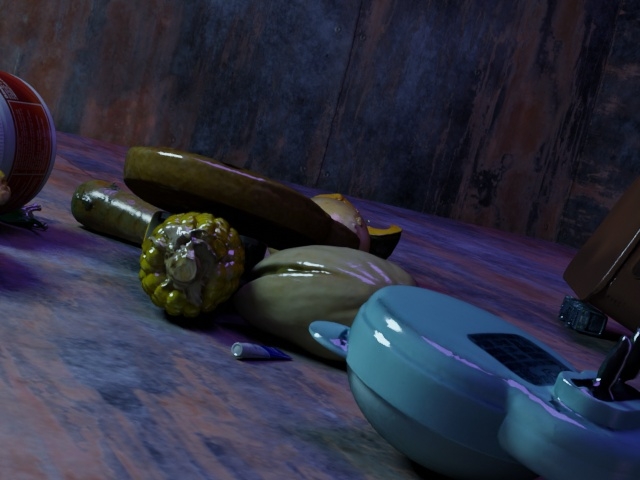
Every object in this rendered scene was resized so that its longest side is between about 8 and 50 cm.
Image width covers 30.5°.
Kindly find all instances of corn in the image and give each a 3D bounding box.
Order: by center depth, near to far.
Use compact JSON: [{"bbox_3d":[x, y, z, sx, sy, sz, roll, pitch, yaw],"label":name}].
[{"bbox_3d":[-0.144,0.019,1.367,0.119,0.119,0.322,14,7,-2],"label":"corn"}]

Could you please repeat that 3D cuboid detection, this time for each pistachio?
[{"bbox_3d":[0.010,0.071,1.292,0.226,0.136,0.136,10,4,26],"label":"pistachio"}]

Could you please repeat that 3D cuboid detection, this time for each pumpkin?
[{"bbox_3d":[0.053,-0.003,2.049,0.119,0.108,0.183,0,22,-39],"label":"pumpkin"}]

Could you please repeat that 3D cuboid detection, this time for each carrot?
[{"bbox_3d":[-0.232,-0.014,1.694,0.298,0.078,0.078,22,9,22],"label":"carrot"}]

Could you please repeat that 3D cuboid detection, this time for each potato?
[{"bbox_3d":[0.000,0.000,1.832,0.150,0.146,0.234,44,0,-11],"label":"potato"}]

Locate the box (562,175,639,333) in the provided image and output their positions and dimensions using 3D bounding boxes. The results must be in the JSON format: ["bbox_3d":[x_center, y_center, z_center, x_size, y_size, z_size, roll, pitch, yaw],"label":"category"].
[{"bbox_3d":[0.584,0.053,1.987,0.229,0.239,0.339,37,8,2],"label":"box"}]

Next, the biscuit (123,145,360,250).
[{"bbox_3d":[-0.097,-0.046,1.510,0.314,0.063,0.367,17,-7,-1],"label":"biscuit"}]

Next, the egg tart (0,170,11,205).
[{"bbox_3d":[-0.477,-0.053,1.254,0.294,0.116,0.295,17,7,-2],"label":"egg tart"}]

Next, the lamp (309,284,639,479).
[{"bbox_3d":[0.140,0.124,0.957,0.284,0.147,0.209,9,4,37],"label":"lamp"}]

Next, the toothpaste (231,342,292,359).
[{"bbox_3d":[-0.061,0.114,1.202,0.024,0.015,0.083,29,9,35],"label":"toothpaste"}]

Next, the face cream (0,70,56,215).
[{"bbox_3d":[-0.466,-0.127,1.511,0.201,0.201,0.187,16,7,12],"label":"face cream"}]

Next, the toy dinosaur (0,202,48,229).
[{"bbox_3d":[-0.411,-0.029,1.621,0.060,0.029,0.119,-8,23,-31],"label":"toy dinosaur"}]

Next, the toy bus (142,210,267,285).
[{"bbox_3d":[-0.158,0.012,1.602,0.162,0.070,0.074,17,-2,-4],"label":"toy bus"}]

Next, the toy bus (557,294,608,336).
[{"bbox_3d":[0.464,0.132,2.085,0.065,0.047,0.166,18,6,-1],"label":"toy bus"}]
